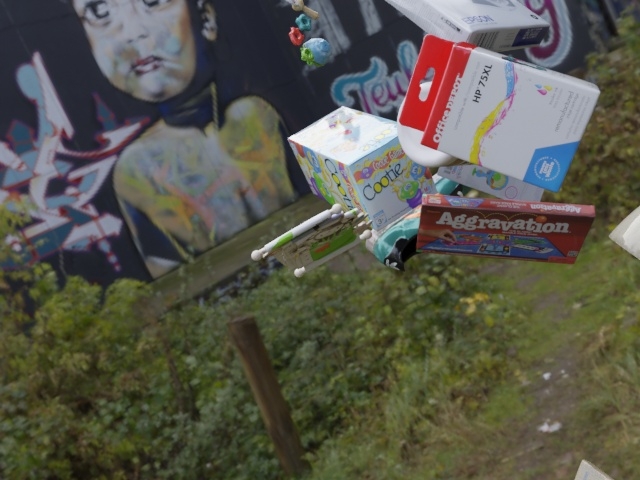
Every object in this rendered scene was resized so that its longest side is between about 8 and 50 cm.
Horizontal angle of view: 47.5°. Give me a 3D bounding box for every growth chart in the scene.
[{"bbox_3d":[0.000,0.000,1.142,0.172,0.021,0.237,-31,-17,7],"label":"growth chart"}]

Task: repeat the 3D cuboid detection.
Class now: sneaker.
[{"bbox_3d":[0.249,-0.044,1.614,0.302,0.121,0.108,-41,-35,-8],"label":"sneaker"}]

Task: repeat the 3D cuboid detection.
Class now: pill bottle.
[{"bbox_3d":[0.243,-0.188,1.182,0.229,0.131,0.131,-9,-7,-44],"label":"pill bottle"}]

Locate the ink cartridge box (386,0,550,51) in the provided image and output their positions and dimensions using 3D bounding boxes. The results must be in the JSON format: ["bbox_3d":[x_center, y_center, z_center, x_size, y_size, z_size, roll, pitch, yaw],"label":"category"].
[{"bbox_3d":[0.198,-0.357,1.083,0.223,0.224,0.045,-20,-35,-43],"label":"ink cartridge box"}]

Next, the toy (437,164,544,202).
[{"bbox_3d":[0.370,-0.167,1.539,0.237,0.137,0.056,18,9,-15],"label":"toy"}]

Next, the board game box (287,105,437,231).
[{"bbox_3d":[0.074,-0.145,1.385,0.144,0.142,0.275,-32,28,-12],"label":"board game box"}]

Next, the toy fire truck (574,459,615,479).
[{"bbox_3d":[0.477,0.324,0.951,0.217,0.246,0.158,-66,-19,-10],"label":"toy fire truck"}]

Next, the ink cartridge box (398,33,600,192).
[{"bbox_3d":[0.217,-0.166,0.926,0.230,0.134,0.078,21,23,12],"label":"ink cartridge box"}]

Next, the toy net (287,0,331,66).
[{"bbox_3d":[-0.054,-0.521,1.721,0.122,0.232,0.045,-27,2,-40],"label":"toy net"}]

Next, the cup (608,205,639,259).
[{"bbox_3d":[0.860,-0.015,1.626,0.237,0.331,0.331,-59,-2,16],"label":"cup"}]

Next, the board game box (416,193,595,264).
[{"bbox_3d":[0.311,-0.018,1.253,0.281,0.145,0.027,4,55,6],"label":"board game box"}]
